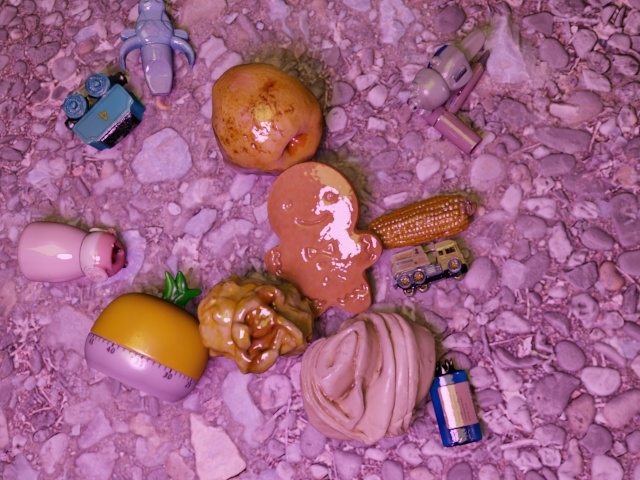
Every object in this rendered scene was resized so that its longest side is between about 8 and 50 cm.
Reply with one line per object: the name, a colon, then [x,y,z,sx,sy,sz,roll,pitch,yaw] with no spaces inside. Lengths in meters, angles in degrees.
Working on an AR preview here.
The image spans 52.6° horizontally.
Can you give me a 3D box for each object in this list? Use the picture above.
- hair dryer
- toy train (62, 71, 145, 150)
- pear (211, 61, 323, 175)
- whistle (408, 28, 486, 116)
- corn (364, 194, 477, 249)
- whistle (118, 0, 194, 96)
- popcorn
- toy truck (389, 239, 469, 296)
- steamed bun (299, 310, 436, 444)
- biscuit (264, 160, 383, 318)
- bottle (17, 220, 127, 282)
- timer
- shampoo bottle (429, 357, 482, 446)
hair dryer: [0.347,-0.332,1.502,0.220,0.053,0.195,-43,75,-6]
toy train: [-0.544,-0.325,1.630,0.198,0.107,0.154,-42,84,1]
pear: [-0.126,-0.278,1.468,0.271,0.271,0.271,-2,80,10]
whistle: [0.279,-0.376,1.445,0.244,0.110,0.092,-49,40,-6]
corn: [0.222,-0.038,1.447,0.262,0.097,0.097,-17,78,10]
whistle: [-0.419,-0.498,1.642,0.186,0.093,0.273,-6,82,-18]
popcorn: [-0.139,0.169,1.385,0.256,0.255,0.194,11,101,-23]
toy truck: [0.235,0.053,1.440,0.169,0.077,0.100,-20,64,10]
steamed bun: [0.098,0.287,1.355,0.289,0.203,0.275,-3,84,8]
biscuit: [-0.001,0.001,1.438,0.275,0.052,0.354,-6,100,17]
bottle: [-0.584,0.032,1.559,0.237,0.147,0.147,4,81,3]
timer: [-0.355,0.194,1.433,0.285,0.285,0.285,-2,80,10]
shampoo bottle: [0.284,0.344,1.392,0.087,0.050,0.182,-15,78,11]
